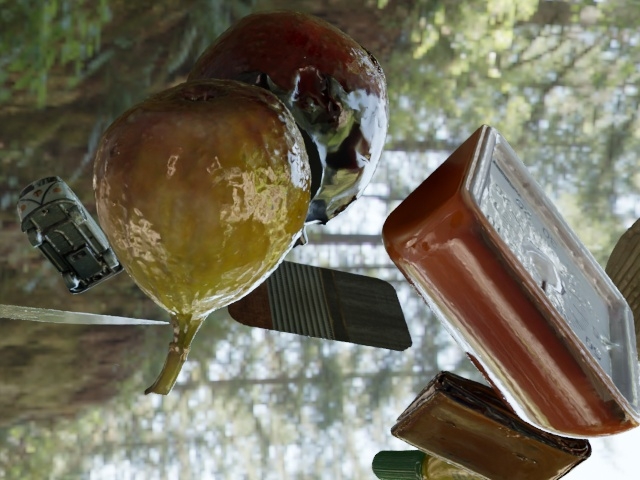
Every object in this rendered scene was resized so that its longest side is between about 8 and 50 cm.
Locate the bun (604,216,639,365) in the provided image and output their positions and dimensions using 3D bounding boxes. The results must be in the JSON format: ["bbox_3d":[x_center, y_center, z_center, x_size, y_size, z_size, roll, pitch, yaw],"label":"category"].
[{"bbox_3d":[0.451,0.061,1.410,0.231,0.133,0.231,-40,-148,32],"label":"bun"}]

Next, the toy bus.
[{"bbox_3d":[-0.348,-0.013,1.582,0.089,0.087,0.194,61,-2,36],"label":"toy bus"}]

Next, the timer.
[{"bbox_3d":[0.183,0.046,1.063,0.257,0.161,0.250,52,7,-9],"label":"timer"}]

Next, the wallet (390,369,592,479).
[{"bbox_3d":[0.192,0.224,1.315,0.161,0.196,0.042,121,-7,-57],"label":"wallet"}]

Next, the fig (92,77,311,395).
[{"bbox_3d":[-0.099,0.008,0.856,0.159,0.159,0.257,-123,-136,-58],"label":"fig"}]

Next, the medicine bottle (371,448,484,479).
[{"bbox_3d":[0.215,0.386,1.956,0.309,0.111,0.076,-10,-142,42],"label":"medicine bottle"}]

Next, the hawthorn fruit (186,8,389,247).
[{"bbox_3d":[-0.048,-0.160,1.507,0.316,0.316,0.315,-179,-90,-70],"label":"hawthorn fruit"}]

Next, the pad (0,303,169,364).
[{"bbox_3d":[-0.430,0.124,1.544,0.315,0.375,0.063,-2,-100,41],"label":"pad"}]

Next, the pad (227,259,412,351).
[{"bbox_3d":[-0.008,0.014,1.569,0.055,0.250,0.323,117,-23,-48],"label":"pad"}]
